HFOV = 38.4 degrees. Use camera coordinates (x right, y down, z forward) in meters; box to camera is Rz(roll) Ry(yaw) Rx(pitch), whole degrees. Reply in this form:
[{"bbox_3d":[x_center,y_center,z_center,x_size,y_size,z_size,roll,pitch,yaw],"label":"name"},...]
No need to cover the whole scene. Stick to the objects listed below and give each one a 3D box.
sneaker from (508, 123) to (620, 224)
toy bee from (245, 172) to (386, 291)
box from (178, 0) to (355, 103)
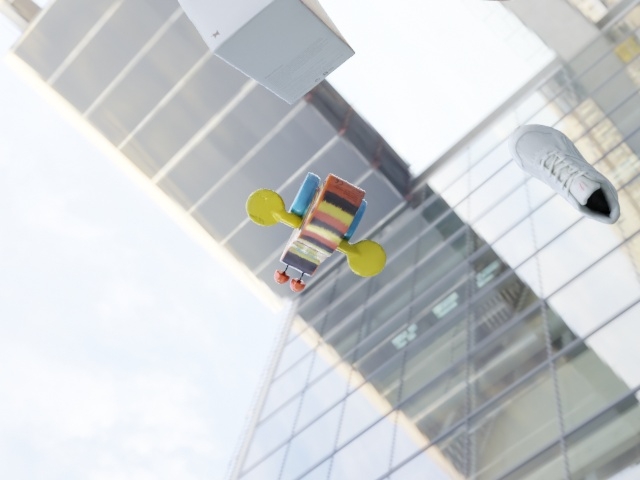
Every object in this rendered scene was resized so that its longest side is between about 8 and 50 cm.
[{"bbox_3d":[0.410,-0.109,1.503,0.232,0.090,0.115,34,-166,-10],"label":"sneaker"},{"bbox_3d":[0.000,0.000,1.283,0.195,0.162,0.298,25,178,16],"label":"toy bee"},{"bbox_3d":[-0.107,-0.418,1.667,0.215,0.168,0.345,58,-166,17],"label":"box"}]
